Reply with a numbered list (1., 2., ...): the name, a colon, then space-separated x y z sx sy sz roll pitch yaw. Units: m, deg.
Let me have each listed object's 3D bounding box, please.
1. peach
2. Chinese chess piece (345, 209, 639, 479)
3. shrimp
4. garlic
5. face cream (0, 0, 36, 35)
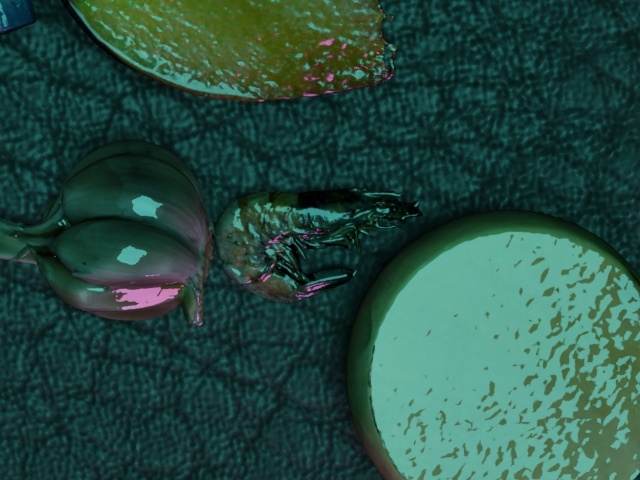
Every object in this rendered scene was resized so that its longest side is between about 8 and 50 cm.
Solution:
1. peach: -0.067 -0.197 1.340 0.279 0.068 0.189 31 114 -15
2. Chinese chess piece: 0.143 0.101 1.424 0.251 0.097 0.251 -1 95 -8
3. shrimp: 0.000 0.000 1.430 0.161 0.034 0.091 -7 109 0
4. garlic: -0.170 -0.012 1.368 0.194 0.127 0.131 11 52 7
5. face cream: -0.286 -0.302 1.307 0.163 0.080 0.336 -14 99 32
